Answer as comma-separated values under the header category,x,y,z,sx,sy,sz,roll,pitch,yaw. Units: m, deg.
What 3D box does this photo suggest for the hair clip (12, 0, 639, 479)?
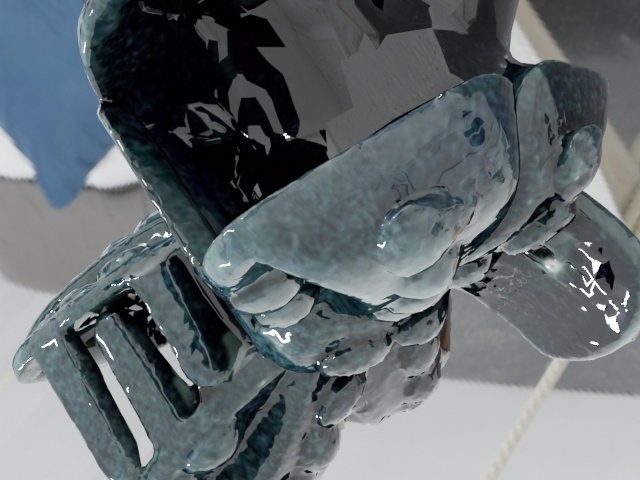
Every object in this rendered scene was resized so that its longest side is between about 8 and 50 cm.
category,x,y,z,sx,sy,sz,roll,pitch,yaw
hair clip,0.004,0.000,0.486,0.194,0.206,0.310,54,148,17
